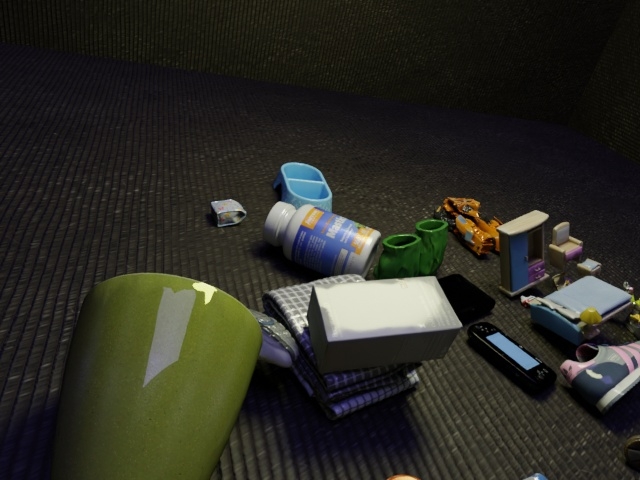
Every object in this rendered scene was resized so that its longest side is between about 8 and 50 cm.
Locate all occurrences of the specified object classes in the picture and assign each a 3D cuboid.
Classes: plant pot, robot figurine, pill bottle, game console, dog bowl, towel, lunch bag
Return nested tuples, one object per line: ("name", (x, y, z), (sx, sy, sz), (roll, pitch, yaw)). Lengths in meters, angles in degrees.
("plant pot", (-0.234, 0.243, 0.657), (0.275, 0.275, 0.293), (11, 46, -6))
("robot figurine", (0.501, -0.054, 1.588), (0.211, 0.085, 0.291), (1, 33, -22))
("pill bottle", (0.000, 0.000, 1.225), (0.272, 0.152, 0.152), (23, 31, 13))
("game console", (0.387, 0.207, 1.150), (0.213, 0.044, 0.361), (-13, 40, -38))
("dog bowl", (-0.053, -0.158, 1.544), (0.166, 0.074, 0.297), (4, 32, -17))
("towel", (0.041, 0.186, 0.964), (0.235, 0.121, 0.283), (-9, 37, -32))
("lunch bag", (-0.252, -0.076, 1.346), (0.083, 0.053, 0.071), (-14, 37, -23))

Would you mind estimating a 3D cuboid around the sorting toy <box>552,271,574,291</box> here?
("sorting toy", (0.723, 0.137, 1.419), (0.075, 0.045, 0.083), (32, 30, -7))

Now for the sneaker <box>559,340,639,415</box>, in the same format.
("sneaker", (0.660, 0.264, 1.100), (0.319, 0.112, 0.131), (-13, 43, -40))

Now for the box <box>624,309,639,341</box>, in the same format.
("box", (0.984, 0.282, 1.239), (0.307, 0.076, 0.242), (10, 30, -8))

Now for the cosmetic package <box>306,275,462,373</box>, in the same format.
("cosmetic package", (0.103, 0.143, 0.855), (0.238, 0.107, 0.127), (-2, 44, -18))

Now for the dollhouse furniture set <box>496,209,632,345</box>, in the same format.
("dollhouse furniture set", (0.637, 0.064, 1.213), (0.286, 0.198, 0.303), (-22, 29, -17))

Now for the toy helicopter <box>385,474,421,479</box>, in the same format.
("toy helicopter", (-0.017, 0.418, 0.586), (0.355, 0.140, 0.235), (3, 39, 2))

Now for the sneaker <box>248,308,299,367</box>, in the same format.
("sneaker", (-0.178, 0.175, 0.891), (0.297, 0.129, 0.111), (17, -5, 21))

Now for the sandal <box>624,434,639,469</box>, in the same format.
("sandal", (0.676, 0.410, 0.916), (0.219, 0.090, 0.060), (10, 8, 7))

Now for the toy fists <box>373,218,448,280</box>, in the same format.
("toy fists", (0.237, 0.042, 1.270), (0.096, 0.142, 0.279), (16, 26, 37))

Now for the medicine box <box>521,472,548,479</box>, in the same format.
("medicine box", (0.269, 0.440, 0.485), (0.289, 0.149, 0.263), (43, 24, -20))

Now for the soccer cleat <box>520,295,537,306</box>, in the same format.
("soccer cleat", (0.578, 0.164, 1.315), (0.083, 0.029, 0.035), (5, 35, -7))

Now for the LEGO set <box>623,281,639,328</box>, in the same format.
("LEGO set", (0.788, 0.148, 1.257), (0.132, 0.107, 0.287), (-32, 32, -19))
